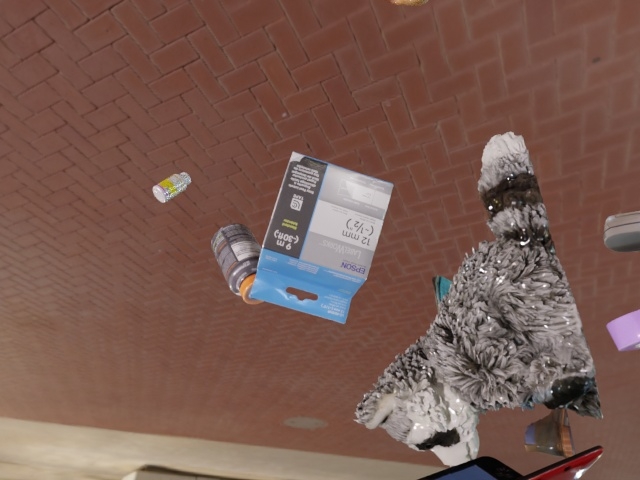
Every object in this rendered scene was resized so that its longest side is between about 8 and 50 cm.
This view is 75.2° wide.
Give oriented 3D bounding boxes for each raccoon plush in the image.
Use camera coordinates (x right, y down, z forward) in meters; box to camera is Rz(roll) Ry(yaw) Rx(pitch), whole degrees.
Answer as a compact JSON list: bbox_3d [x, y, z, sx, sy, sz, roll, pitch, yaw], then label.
[{"bbox_3d":[0.197,0.094,0.625,0.299,0.446,0.216,-14,148,24],"label":"raccoon plush"}]

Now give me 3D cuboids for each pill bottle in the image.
[{"bbox_3d":[-0.216,0.068,1.177,0.130,0.245,0.130,-18,134,-19],"label":"pill bottle"},{"bbox_3d":[-0.341,-0.125,0.960,0.043,0.083,0.043,26,139,25],"label":"pill bottle"}]

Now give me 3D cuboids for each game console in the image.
[{"bbox_3d":[0.147,0.208,0.367,0.144,0.085,0.124,-2,-177,-26],"label":"game console"}]

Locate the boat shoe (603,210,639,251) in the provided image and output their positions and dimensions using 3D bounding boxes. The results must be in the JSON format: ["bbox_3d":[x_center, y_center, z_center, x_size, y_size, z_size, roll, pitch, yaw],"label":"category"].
[{"bbox_3d":[0.726,-0.041,0.841,0.258,0.084,0.095,-6,137,37],"label":"boat shoe"}]

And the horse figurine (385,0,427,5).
[{"bbox_3d":[0.210,-0.535,0.805,0.263,0.174,0.066,-6,-174,38],"label":"horse figurine"}]

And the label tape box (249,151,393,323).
[{"bbox_3d":[0.000,0.000,0.976,0.249,0.347,0.115,17,172,-6],"label":"label tape box"}]

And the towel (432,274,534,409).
[{"bbox_3d":[0.464,0.275,1.205,0.271,0.370,0.040,21,129,-10],"label":"towel"}]

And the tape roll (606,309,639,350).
[{"bbox_3d":[1.101,0.277,1.351,0.275,0.090,0.274,-8,150,-5],"label":"tape roll"}]

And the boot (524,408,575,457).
[{"bbox_3d":[0.581,0.472,1.069,0.106,0.082,0.219,-12,-177,26],"label":"boot"}]
